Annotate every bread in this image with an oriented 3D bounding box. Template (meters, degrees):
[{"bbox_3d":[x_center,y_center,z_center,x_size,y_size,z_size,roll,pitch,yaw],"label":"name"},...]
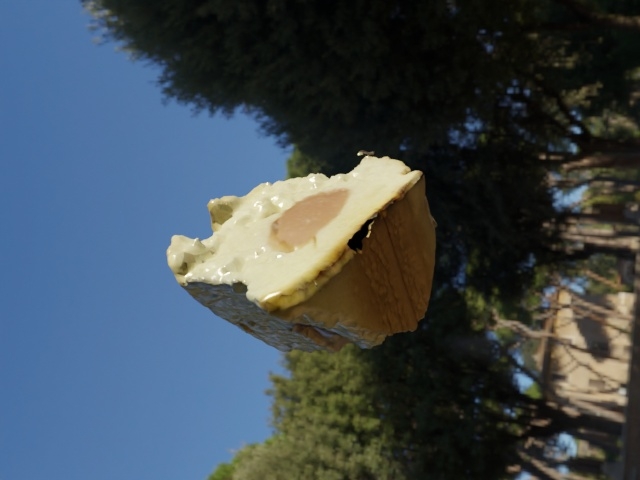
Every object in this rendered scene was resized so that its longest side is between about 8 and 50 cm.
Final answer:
[{"bbox_3d":[-0.004,-0.009,0.776,0.224,0.184,0.211,33,-112,-51],"label":"bread"}]
